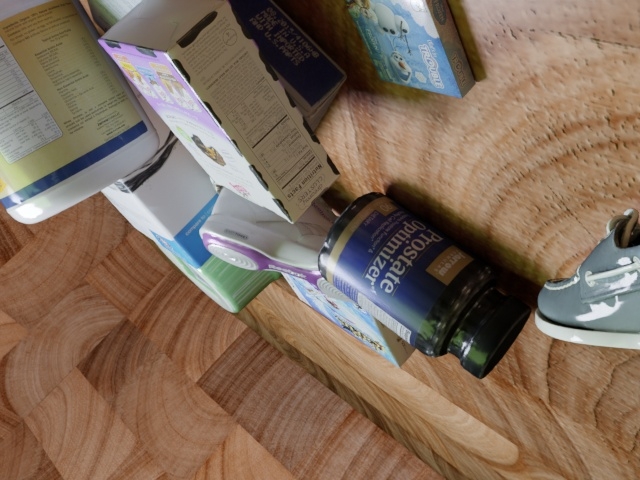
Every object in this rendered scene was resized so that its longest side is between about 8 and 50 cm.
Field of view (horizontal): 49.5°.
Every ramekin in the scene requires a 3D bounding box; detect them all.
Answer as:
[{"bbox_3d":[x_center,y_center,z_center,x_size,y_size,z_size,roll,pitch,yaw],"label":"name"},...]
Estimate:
[{"bbox_3d":[-0.240,0.023,1.565,0.303,0.148,0.303,39,165,13],"label":"ramekin"}]

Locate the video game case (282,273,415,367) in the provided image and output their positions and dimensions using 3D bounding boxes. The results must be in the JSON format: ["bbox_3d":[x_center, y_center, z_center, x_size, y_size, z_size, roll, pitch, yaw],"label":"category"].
[{"bbox_3d":[0.027,0.084,1.218,0.269,0.061,0.244,31,162,38],"label":"video game case"}]

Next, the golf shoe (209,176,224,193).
[{"bbox_3d":[-0.154,-0.092,1.228,0.086,0.069,0.176,56,169,30],"label":"golf shoe"}]

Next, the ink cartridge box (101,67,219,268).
[{"bbox_3d":[-0.346,-0.165,1.276,0.285,0.166,0.395,26,158,47],"label":"ink cartridge box"}]

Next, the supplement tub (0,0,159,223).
[{"bbox_3d":[-0.384,-0.206,0.915,0.316,0.228,0.228,62,160,-17],"label":"supplement tub"}]

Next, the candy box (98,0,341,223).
[{"bbox_3d":[-0.093,-0.123,0.643,0.165,0.070,0.196,27,159,50],"label":"candy box"}]

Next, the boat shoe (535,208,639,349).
[{"bbox_3d":[0.244,0.024,0.475,0.319,0.116,0.099,154,112,-82],"label":"boat shoe"}]

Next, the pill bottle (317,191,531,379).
[{"bbox_3d":[0.114,0.050,0.769,0.219,0.123,0.123,36,164,23],"label":"pill bottle"}]

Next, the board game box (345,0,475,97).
[{"bbox_3d":[0.065,-0.154,0.523,0.090,0.020,0.090,26,158,45],"label":"board game box"}]

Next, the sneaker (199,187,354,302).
[{"bbox_3d":[-0.001,-0.011,0.943,0.305,0.152,0.114,19,156,-1],"label":"sneaker"}]

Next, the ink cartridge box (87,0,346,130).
[{"bbox_3d":[-0.135,-0.222,0.767,0.324,0.071,0.330,44,169,-4],"label":"ink cartridge box"}]
